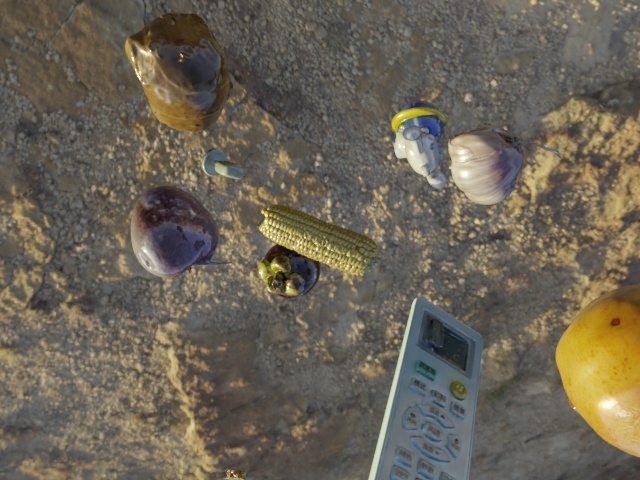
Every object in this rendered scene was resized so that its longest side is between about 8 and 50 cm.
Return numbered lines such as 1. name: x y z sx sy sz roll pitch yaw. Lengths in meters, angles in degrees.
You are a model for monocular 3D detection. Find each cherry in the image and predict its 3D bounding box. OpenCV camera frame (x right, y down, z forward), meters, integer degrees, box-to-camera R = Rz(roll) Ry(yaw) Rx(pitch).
1. cherry: -0.356 -0.015 1.326 0.184 0.213 0.266 -34 91 36

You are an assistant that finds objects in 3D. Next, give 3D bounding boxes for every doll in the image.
1. doll: 0.271 -0.303 1.566 0.160 0.242 0.311 5 173 24

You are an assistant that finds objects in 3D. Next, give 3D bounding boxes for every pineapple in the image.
1. pineapple: -0.179 0.503 1.149 0.045 0.019 0.083 18 147 -1

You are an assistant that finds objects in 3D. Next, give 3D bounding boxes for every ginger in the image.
1. ginger: -0.306 -0.372 1.224 0.201 0.223 0.269 -20 113 -7

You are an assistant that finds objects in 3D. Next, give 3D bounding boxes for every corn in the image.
1. corn: 0.000 0.000 0.991 0.238 0.080 0.080 20 126 -3

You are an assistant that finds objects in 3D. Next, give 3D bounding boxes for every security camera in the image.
1. security camera: -0.180 -0.140 1.025 0.058 0.092 0.058 -21 121 -39

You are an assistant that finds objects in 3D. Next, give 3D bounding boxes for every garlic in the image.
1. garlic: 0.428 -0.209 1.317 0.257 0.207 0.207 -19 134 -8

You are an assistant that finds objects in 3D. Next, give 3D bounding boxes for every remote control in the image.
1. remote control: 0.110 0.194 0.571 0.103 0.293 0.051 33 137 -8

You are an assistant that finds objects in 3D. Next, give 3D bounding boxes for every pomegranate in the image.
1. pomegranate: 0.758 0.309 1.262 0.417 0.416 0.416 -10 133 -10

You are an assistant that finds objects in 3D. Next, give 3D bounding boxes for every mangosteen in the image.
1. mangosteen: -0.104 0.096 1.700 0.192 0.192 0.217 -43 172 20
